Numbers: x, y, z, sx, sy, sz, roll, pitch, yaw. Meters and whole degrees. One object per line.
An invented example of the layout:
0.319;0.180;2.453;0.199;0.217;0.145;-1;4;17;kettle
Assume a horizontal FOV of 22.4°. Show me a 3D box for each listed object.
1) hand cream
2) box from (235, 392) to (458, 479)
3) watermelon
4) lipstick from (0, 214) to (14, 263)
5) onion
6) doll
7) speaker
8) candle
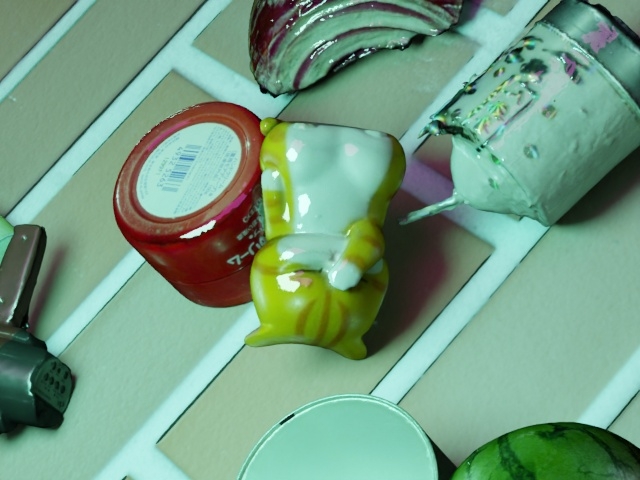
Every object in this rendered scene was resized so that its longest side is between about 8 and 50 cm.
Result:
-0.128;-0.046;1.959;0.230;0.149;0.230;-18;49;21;hand cream
0.040;0.286;1.621;0.226;0.149;0.226;-16;52;21;box
0.219;0.284;1.461;0.242;0.242;0.242;-15;52;21;watermelon
-0.501;-0.040;2.222;0.076;0.076;0.304;-50;48;-9;lipstick
0.016;-0.343;2.088;0.314;0.146;0.280;-27;44;17;onion
0.002;-0.013;1.786;0.167;0.162;0.269;7;79;-2;doll
-0.454;0.123;2.047;0.329;0.198;0.259;5;43;19;speaker
0.227;-0.111;1.774;0.330;0.187;0.187;-42;47;0;candle
